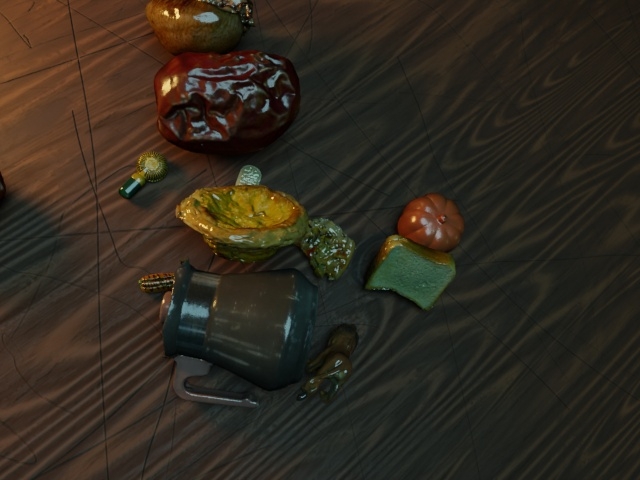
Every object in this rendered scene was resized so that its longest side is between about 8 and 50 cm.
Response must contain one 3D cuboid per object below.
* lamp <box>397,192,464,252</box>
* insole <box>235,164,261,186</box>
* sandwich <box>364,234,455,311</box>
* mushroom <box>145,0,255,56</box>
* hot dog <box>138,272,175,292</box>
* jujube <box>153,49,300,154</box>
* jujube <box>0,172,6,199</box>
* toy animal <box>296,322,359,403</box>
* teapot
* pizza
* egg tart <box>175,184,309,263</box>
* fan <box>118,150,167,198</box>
[{"bbox_3d":[0.320,-0.044,1.695,0.188,0.164,0.187,3,75,-13],"label":"lamp"},{"bbox_3d":[-0.224,-0.097,1.639,0.081,0.011,0.247,20,73,-10],"label":"insole"},{"bbox_3d":[0.251,0.090,1.647,0.215,0.186,0.065,23,34,-12],"label":"sandwich"},{"bbox_3d":[-0.313,-0.587,1.600,0.283,0.263,0.195,-17,106,3],"label":"mushroom"},{"bbox_3d":[-0.408,0.107,1.533,0.122,0.037,0.049,-10,84,-15],"label":"hot dog"},{"bbox_3d":[-0.241,-0.365,1.553,0.377,0.276,0.276,-4,79,-9],"label":"jujube"},{"bbox_3d":[-0.876,-0.108,1.385,0.250,0.174,0.174,-27,86,-15],"label":"jujube"},{"bbox_3d":[0.034,0.304,1.499,0.097,0.312,0.157,39,101,-5],"label":"toy animal"},{"bbox_3d":[-0.211,0.229,1.454,0.362,0.305,0.376,12,103,-3],"label":"teapot"},{"bbox_3d":[0.000,0.000,1.650,0.147,0.069,0.226,-41,91,-17],"label":"pizza"},{"bbox_3d":[-0.194,-0.041,1.517,0.341,0.341,0.129,4,121,-14],"label":"egg tart"},{"bbox_3d":[-0.473,-0.171,1.574,0.082,0.039,0.155,40,72,-4],"label":"fan"}]
